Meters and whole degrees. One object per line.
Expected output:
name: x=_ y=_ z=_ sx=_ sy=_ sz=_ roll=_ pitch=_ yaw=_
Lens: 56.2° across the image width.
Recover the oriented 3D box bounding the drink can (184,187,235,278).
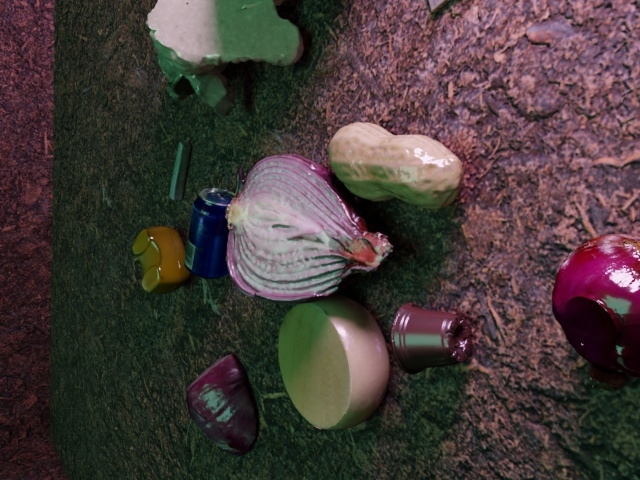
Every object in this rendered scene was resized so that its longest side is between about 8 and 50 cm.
drink can: x=-0.254 y=-0.016 z=1.421 sx=0.118 sy=0.118 sz=0.205 roll=41 pitch=125 yaw=42

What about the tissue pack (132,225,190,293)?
tissue pack: x=-0.432 y=0.053 z=1.659 sx=0.123 sy=0.127 sz=0.178 roll=-37 pitch=66 yaw=40

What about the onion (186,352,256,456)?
onion: x=-0.267 y=0.427 z=1.508 sx=0.250 sy=0.111 sz=0.247 roll=-44 pitch=59 yaw=44

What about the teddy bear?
teddy bear: x=-0.213 y=-0.439 z=1.327 sx=0.362 sy=0.375 sz=0.327 roll=-8 pitch=-88 yaw=-86

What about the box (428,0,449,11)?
box: x=0.190 y=-0.380 z=0.883 sx=0.083 sy=0.012 sz=0.046 roll=-27 pitch=72 yaw=52

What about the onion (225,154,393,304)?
onion: x=0.000 y=0.000 z=1.070 sx=0.349 sy=0.159 sz=0.267 roll=20 pitch=98 yaw=32

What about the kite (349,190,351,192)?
kite: x=0.056 y=-0.121 z=1.099 sx=0.044 sy=0.002 sz=0.078 roll=27 pitch=117 yaw=48

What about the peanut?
peanut: x=0.115 y=-0.112 z=0.939 sx=0.257 sy=0.124 sz=0.123 roll=27 pitch=116 yaw=43

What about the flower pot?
flower pot: x=0.174 y=0.150 z=0.910 sx=0.089 sy=0.111 sz=0.111 roll=-6 pitch=90 yaw=42

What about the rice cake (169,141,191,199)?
rice cake: x=-0.381 y=-0.187 z=1.630 sx=0.029 sy=0.033 sz=0.170 roll=39 pitch=123 yaw=38

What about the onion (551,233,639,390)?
onion: x=0.330 y=0.097 z=0.667 sx=0.173 sy=0.135 sz=0.198 roll=34 pitch=122 yaw=49

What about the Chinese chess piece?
Chinese chess piece: x=0.020 y=0.223 z=1.116 sx=0.251 sy=0.097 sz=0.250 roll=10 pitch=103 yaw=52

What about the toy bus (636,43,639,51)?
toy bus: x=0.399 y=-0.226 z=0.616 sx=0.131 sy=0.037 sz=0.052 roll=-40 pitch=68 yaw=46
